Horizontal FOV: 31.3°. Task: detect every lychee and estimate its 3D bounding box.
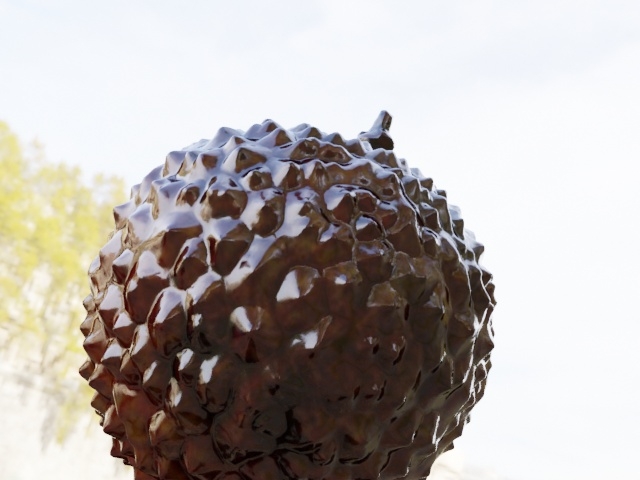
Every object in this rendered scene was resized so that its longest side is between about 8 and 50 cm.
[{"bbox_3d":[-0.020,0.067,1.176,0.424,0.500,0.425,24,-29,14],"label":"lychee"}]
